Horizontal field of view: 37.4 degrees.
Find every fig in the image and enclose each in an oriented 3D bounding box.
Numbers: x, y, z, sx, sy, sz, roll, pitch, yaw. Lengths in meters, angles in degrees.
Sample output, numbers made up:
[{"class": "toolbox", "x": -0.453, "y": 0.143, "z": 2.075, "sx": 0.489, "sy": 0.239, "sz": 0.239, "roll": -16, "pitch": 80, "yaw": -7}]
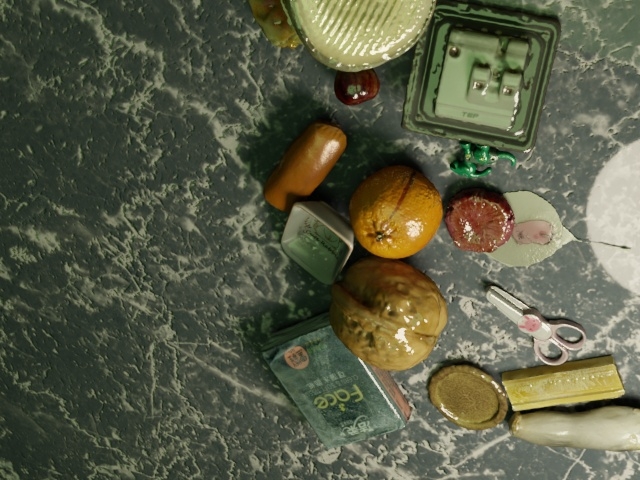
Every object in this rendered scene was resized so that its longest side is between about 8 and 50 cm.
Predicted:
[{"class": "fig", "x": 0.063, "y": -0.325, "z": 1.816, "sx": 0.089, "sy": 0.089, "sz": 0.125, "roll": -11, "pitch": 91, "yaw": 23}]

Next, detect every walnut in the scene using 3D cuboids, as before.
[{"class": "walnut", "x": 0.137, "y": 0.148, "z": 1.989, "sx": 0.257, "sy": 0.257, "sz": 0.224, "roll": 26, "pitch": 99, "yaw": 1}]

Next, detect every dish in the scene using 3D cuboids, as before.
[{"class": "dish", "x": 0.000, "y": 0.000, "z": 2.008, "sx": 0.154, "sy": 0.064, "sz": 0.234, "roll": 38, "pitch": 150, "yaw": 8}]

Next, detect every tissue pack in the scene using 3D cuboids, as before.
[{"class": "tissue pack", "x": 0.038, "y": 0.319, "z": 2.188, "sx": 0.228, "sy": 0.103, "sz": 0.315, "roll": -23, "pitch": 110, "yaw": 29}]

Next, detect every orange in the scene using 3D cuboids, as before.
[{"class": "orange", "x": 0.149, "y": -0.053, "z": 1.896, "sx": 0.193, "sy": 0.161, "sz": 0.193, "roll": 5, "pitch": 122, "yaw": 8}]

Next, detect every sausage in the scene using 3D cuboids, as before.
[{"class": "sausage", "x": -0.033, "y": -0.155, "z": 1.934, "sx": 0.098, "sy": 0.098, "sz": 0.238, "roll": 36, "pitch": 126, "yaw": -6}]

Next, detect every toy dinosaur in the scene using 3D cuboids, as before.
[{"class": "toy dinosaur", "x": 0.315, "y": -0.163, "z": 1.847, "sx": 0.132, "sy": 0.059, "sz": 0.096, "roll": 5, "pitch": 133, "yaw": 21}]

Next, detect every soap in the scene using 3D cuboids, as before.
[{"class": "soap", "x": 0.531, "y": 0.315, "z": 2.074, "sx": 0.252, "sy": 0.037, "sz": 0.092, "roll": -13, "pitch": 116, "yaw": 24}]

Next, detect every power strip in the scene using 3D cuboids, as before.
[{"class": "power strip", "x": 0.288, "y": -0.296, "z": 1.729, "sx": 0.257, "sy": 0.092, "sz": 0.251, "roll": 12, "pitch": 115, "yaw": 9}]

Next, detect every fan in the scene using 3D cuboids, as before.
[{"class": "fan", "x": 0.470, "y": -0.007, "z": 1.913, "sx": 0.310, "sy": 0.010, "sz": 0.182, "roll": 11, "pitch": 123, "yaw": 12}]

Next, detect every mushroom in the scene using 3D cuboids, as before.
[{"class": "mushroom", "x": 0.586, "y": 0.416, "z": 2.081, "sx": 0.351, "sy": 0.097, "sz": 0.109, "roll": -5, "pitch": 152, "yaw": 25}]

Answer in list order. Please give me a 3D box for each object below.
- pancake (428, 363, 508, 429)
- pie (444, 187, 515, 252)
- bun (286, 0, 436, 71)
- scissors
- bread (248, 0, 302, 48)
[{"class": "pancake", "x": 0.334, "y": 0.359, "z": 2.156, "sx": 0.199, "sy": 0.021, "sz": 0.199, "roll": 15, "pitch": 129, "yaw": 19}, {"class": "pie", "x": 0.322, "y": -0.037, "z": 1.921, "sx": 0.154, "sy": 0.038, "sz": 0.153, "roll": 11, "pitch": 124, "yaw": 17}, {"class": "bun", "x": 0.069, "y": -0.452, "z": 1.690, "sx": 0.287, "sy": 0.146, "sz": 0.287, "roll": -2, "pitch": 120, "yaw": -3}, {"class": "scissors", "x": 0.449, "y": 0.172, "z": 2.016, "sx": 0.242, "sy": 0.030, "sz": 0.118, "roll": 37, "pitch": 123, "yaw": -9}, {"class": "bread", "x": -0.085, "y": -0.469, "z": 1.767, "sx": 0.128, "sy": 0.088, "sz": 0.232, "roll": -24, "pitch": 106, "yaw": 19}]
